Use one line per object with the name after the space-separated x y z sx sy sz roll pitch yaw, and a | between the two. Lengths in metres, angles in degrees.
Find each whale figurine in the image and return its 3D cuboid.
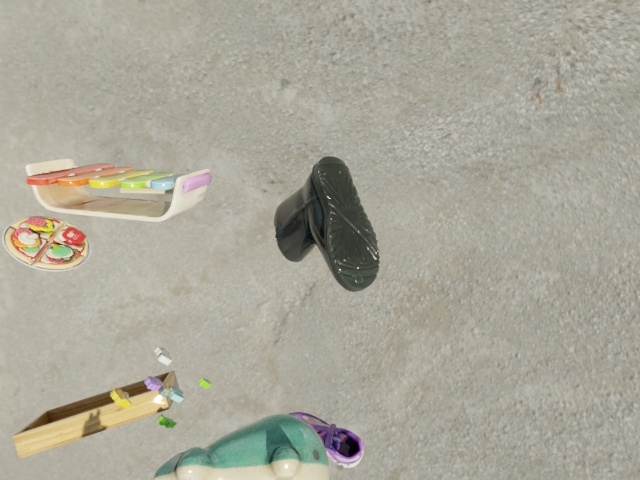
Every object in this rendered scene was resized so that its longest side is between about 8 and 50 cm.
-0.113 0.342 0.719 0.271 0.141 0.216 23 136 -33 | whale figurine

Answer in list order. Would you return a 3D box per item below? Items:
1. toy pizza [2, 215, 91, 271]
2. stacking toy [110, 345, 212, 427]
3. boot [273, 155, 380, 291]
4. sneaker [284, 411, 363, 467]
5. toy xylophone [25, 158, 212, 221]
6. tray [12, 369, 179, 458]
-0.691 -0.001 1.168 0.201 0.201 0.032 39 118 6 | toy pizza
-0.423 0.402 1.241 0.052 0.167 0.221 37 171 50 | stacking toy
0.000 0.000 0.831 0.207 0.094 0.247 -43 57 54 | boot
0.007 0.483 1.121 0.236 0.095 0.105 20 153 -4 | sneaker
-0.359 -0.103 0.860 0.322 0.236 0.081 3 107 3 | toy xylophone
-0.652 0.514 1.379 0.410 0.203 0.076 -17 91 -9 | tray
